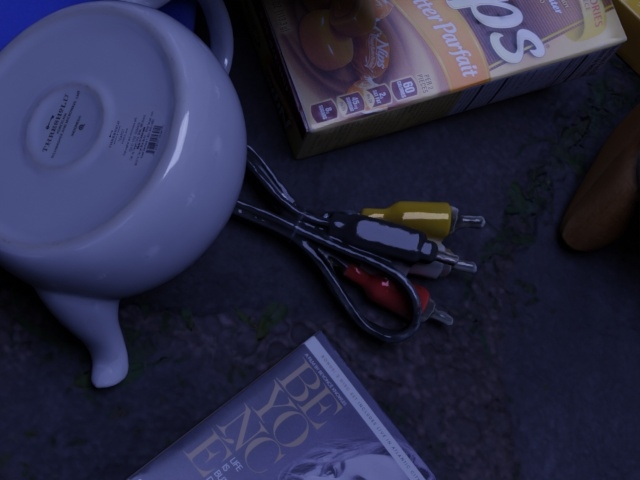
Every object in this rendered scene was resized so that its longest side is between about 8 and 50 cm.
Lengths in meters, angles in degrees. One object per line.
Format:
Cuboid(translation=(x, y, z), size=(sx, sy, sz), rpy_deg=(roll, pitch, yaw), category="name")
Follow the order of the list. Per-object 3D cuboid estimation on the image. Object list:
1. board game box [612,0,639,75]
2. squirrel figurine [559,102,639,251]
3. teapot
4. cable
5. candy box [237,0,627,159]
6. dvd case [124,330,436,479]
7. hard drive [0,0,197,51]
Cuboid(translation=(0.314, -0.335, 1.651), size=(0.316, 0.064, 0.242), rpy_deg=(42, 61, -3), category="board game box")
Cuboid(translation=(0.486, -0.045, 1.499), size=(0.370, 0.281, 0.397), rpy_deg=(35, 67, -15), category="squirrel figurine")
Cuboid(translation=(-0.154, -0.061, 1.290), size=(0.256, 0.187, 0.253), rpy_deg=(-35, 59, 11), category="teapot")
Cuboid(translation=(0.000, 0.000, 1.419), size=(0.287, 0.072, 0.140), rpy_deg=(18, 81, -2), category="cable")
Cuboid(translation=(0.098, -0.209, 1.470), size=(0.316, 0.087, 0.183), rpy_deg=(-17, 79, -14), category="candy box")
Cuboid(translation=(-0.029, 0.200, 1.335), size=(0.221, 0.018, 0.164), rpy_deg=(-36, 87, -29), category="dvd case")
Cuboid(translation=(-0.199, -0.282, 1.344), size=(0.210, 0.040, 0.319), rpy_deg=(3, 101, -21), category="hard drive")
